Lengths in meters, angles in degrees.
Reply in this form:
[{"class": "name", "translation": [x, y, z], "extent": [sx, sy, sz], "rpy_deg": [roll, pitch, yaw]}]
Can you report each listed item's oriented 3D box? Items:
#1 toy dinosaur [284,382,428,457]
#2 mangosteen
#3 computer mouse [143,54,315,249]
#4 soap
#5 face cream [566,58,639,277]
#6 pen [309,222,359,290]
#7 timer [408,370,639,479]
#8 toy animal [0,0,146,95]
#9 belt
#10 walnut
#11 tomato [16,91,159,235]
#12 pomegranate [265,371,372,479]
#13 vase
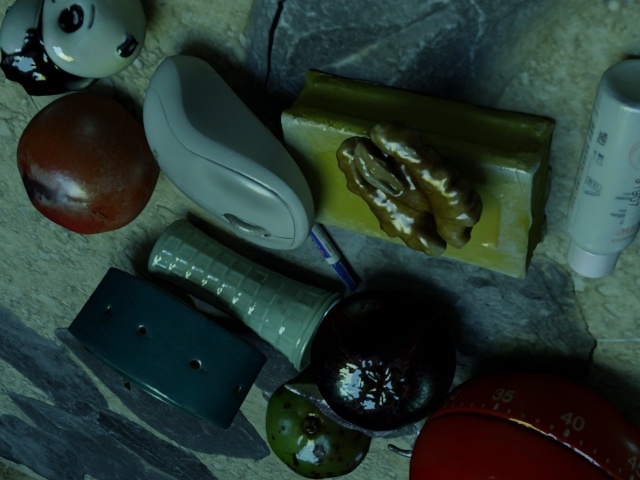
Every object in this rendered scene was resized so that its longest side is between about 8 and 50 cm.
[{"class": "toy dinosaur", "translation": [0.095, 0.265, 1.402], "extent": [0.294, 0.077, 0.162], "rpy_deg": [30, 110, 5]}, {"class": "mangosteen", "translation": [0.096, 0.172, 1.251], "extent": [0.216, 0.216, 0.216], "rpy_deg": [21, 144, 16]}, {"class": "computer mouse", "translation": [-0.133, -0.102, 1.073], "extent": [0.297, 0.121, 0.184], "rpy_deg": [54, 158, 12]}, {"class": "soap", "translation": [0.113, -0.078, 1.016], "extent": [0.314, 0.091, 0.199], "rpy_deg": [16, 141, 21]}, {"class": "face cream", "translation": [0.310, -0.061, 0.889], "extent": [0.082, 0.082, 0.269], "rpy_deg": [18, 143, 20]}, {"class": "pen", "translation": [0.000, 0.000, 1.252], "extent": [0.025, 0.025, 0.204], "rpy_deg": [-6, 130, 42]}, {"class": "timer", "translation": [0.312, 0.370, 1.224], "extent": [0.378, 0.279, 0.378], "rpy_deg": [28, 145, 21]}, {"class": "toy animal", "translation": [-0.308, -0.273, 1.067], "extent": [0.179, 0.166, 0.138], "rpy_deg": [-16, 152, 34]}, {"class": "belt", "translation": [-0.269, 0.187, 1.471], "extent": [0.300, 0.173, 0.436], "rpy_deg": [38, 170, -24]}, {"class": "walnut", "translation": [0.102, -0.061, 0.910], "extent": [0.170, 0.069, 0.143], "rpy_deg": [49, 143, -18]}, {"class": "tomato", "translation": [-0.349, -0.108, 1.254], "extent": [0.208, 0.184, 0.208], "rpy_deg": [20, 143, 16]}, {"class": "pomegranate", "translation": [0.000, 0.340, 1.549], "extent": [0.202, 0.202, 0.248], "rpy_deg": [25, 175, 12]}, {"class": "vase", "translation": [-0.126, 0.078, 1.359], "extent": [0.298, 0.143, 0.143], "rpy_deg": [28, 145, 13]}]
